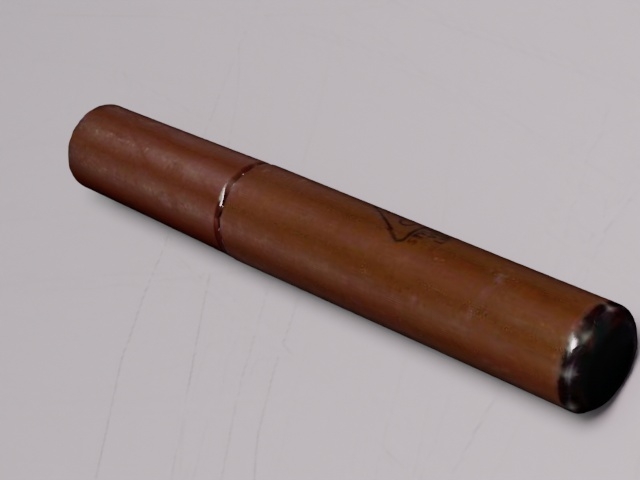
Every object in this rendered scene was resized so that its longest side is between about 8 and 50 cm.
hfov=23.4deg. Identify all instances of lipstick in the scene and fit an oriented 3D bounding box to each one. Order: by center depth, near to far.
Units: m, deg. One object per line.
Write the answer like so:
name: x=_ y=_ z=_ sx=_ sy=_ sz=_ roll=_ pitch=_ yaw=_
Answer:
lipstick: x=0.000 y=0.000 z=0.792 sx=0.356 sy=0.057 sz=0.057 roll=22 pitch=82 yaw=39
